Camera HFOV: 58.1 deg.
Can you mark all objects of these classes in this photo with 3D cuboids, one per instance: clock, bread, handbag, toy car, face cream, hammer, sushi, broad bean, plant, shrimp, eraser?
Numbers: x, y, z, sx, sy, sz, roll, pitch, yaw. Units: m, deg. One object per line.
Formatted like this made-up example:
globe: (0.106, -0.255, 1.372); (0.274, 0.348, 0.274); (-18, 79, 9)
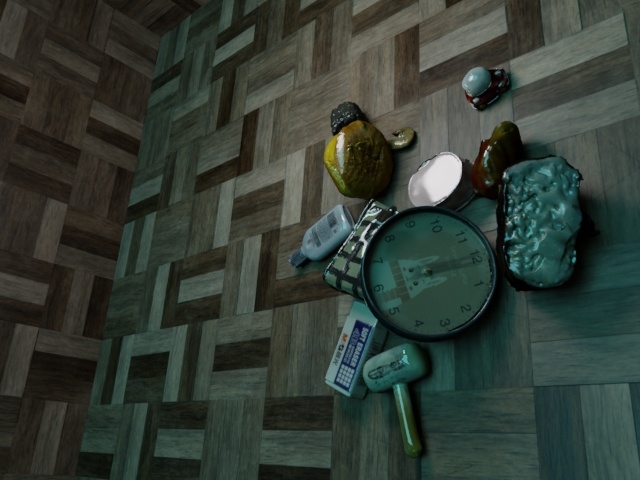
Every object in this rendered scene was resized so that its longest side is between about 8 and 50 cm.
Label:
clock: (0.297, 0.088, 1.603); (0.385, 0.076, 0.387); (-2, 76, 6)
bread: (0.134, -0.268, 1.962); (0.145, 0.268, 0.269); (-5, 68, 57)
handbag: (0.379, -0.172, 1.761); (0.205, 0.116, 0.179); (-40, 48, 26)
toy car: (0.500, -0.489, 1.786); (0.139, 0.112, 0.112); (-30, 53, 33)
face cream: (0.000, 0.000, 2.094); (0.291, 0.071, 0.144); (-41, 48, 24)
handbag: (0.211, 0.052, 1.800); (0.325, 0.162, 0.327); (21, 82, 45)
hammer: (0.237, 0.457, 1.637); (0.201, 0.113, 0.306); (-33, 57, 34)
sushi: (0.564, -0.041, 1.465); (0.234, 0.207, 0.349); (5, 86, 10)
broad bean: (0.500, -0.227, 1.637); (0.122, 0.156, 0.229); (12, 87, 44)
plant: (0.112, -0.414, 2.130); (0.131, 0.142, 0.203); (-35, 41, 17)
shrimp: (0.260, -0.360, 2.017); (0.162, 0.045, 0.095); (6, 76, 48)
eraser: (0.121, 0.342, 1.813); (0.124, 0.081, 0.279); (17, 85, 48)
